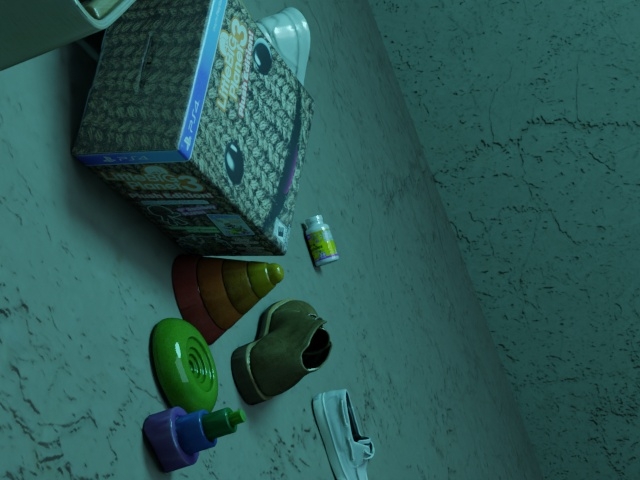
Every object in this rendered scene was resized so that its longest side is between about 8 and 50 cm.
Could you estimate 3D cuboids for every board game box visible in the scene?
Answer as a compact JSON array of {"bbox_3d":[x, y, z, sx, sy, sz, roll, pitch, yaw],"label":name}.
[{"bbox_3d":[-0.142,-0.141,1.500,0.291,0.141,0.232,46,48,-56],"label":"board game box"}]

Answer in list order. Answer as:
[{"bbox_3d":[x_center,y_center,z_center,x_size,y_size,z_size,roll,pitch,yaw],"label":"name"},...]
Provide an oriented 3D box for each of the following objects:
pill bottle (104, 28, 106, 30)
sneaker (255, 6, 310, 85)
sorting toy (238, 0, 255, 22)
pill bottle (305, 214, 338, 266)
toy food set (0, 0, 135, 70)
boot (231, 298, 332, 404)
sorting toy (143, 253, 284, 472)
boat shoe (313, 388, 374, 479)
[{"bbox_3d":[-0.234,-0.301,1.560,0.193,0.108,0.108,48,28,-56],"label":"pill bottle"},{"bbox_3d":[-0.113,-0.210,1.910,0.108,0.169,0.292,39,-41,36],"label":"sneaker"},{"bbox_3d":[-0.138,-0.347,2.095,0.208,0.038,0.193,-98,162,-49],"label":"sorting toy"},{"bbox_3d":[0.000,0.000,2.129,0.043,0.043,0.083,2,69,-74],"label":"pill bottle"},{"bbox_3d":[-0.277,-0.221,1.105,0.306,0.220,0.092,-74,143,-64],"label":"toy food set"},{"bbox_3d":[-0.026,0.146,1.736,0.305,0.115,0.112,-51,118,-74],"label":"boot"},{"bbox_3d":[-0.111,0.121,1.447,0.365,0.126,0.127,-84,151,-58],"label":"sorting toy"},{"bbox_3d":[0.048,0.314,1.878,0.066,0.063,0.184,-9,80,-75],"label":"boat shoe"}]
